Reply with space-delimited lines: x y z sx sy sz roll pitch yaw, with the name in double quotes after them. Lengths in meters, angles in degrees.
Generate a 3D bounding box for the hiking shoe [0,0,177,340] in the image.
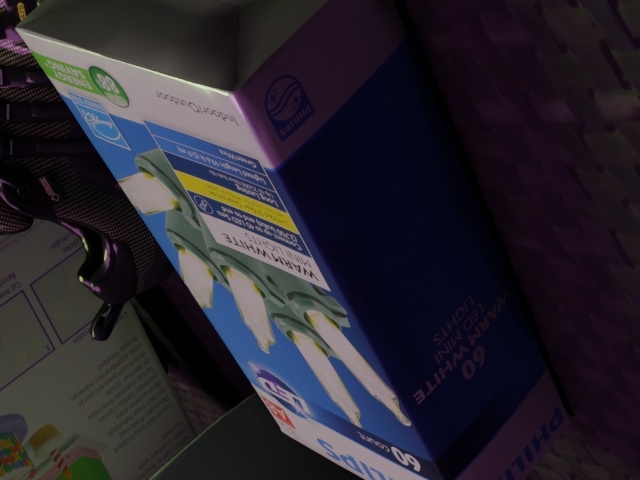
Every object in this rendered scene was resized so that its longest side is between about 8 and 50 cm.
-0.141 -0.060 0.649 0.227 0.114 0.086 50 158 -16 "hiking shoe"

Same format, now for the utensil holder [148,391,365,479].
0.012 0.323 0.815 0.385 0.327 0.327 43 160 10 "utensil holder"

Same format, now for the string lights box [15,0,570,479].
0.000 0.000 0.554 0.133 0.077 0.260 22 150 43 "string lights box"

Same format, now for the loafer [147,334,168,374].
-0.213 0.050 1.043 0.220 0.080 0.078 53 157 -23 "loafer"

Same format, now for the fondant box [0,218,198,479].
-0.235 0.106 0.903 0.096 0.238 0.330 18 139 49 "fondant box"
